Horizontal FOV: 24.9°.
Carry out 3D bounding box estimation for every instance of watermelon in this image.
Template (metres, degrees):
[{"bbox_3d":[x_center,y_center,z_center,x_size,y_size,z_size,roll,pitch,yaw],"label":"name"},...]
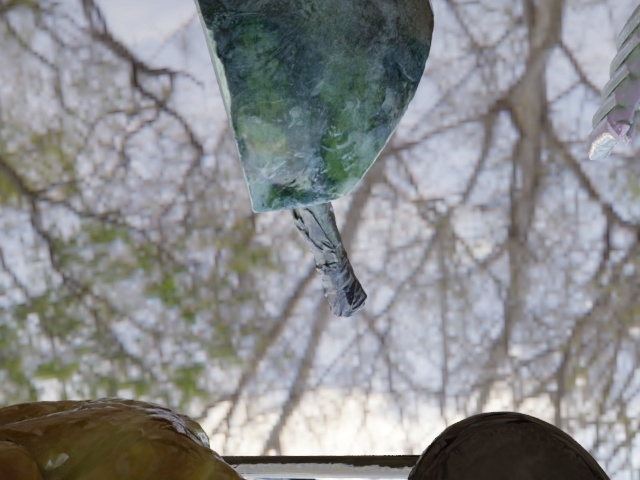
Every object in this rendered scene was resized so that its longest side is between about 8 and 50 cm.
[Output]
[{"bbox_3d":[-0.019,-0.200,1.445,0.289,0.320,0.213,-28,179,-28],"label":"watermelon"}]

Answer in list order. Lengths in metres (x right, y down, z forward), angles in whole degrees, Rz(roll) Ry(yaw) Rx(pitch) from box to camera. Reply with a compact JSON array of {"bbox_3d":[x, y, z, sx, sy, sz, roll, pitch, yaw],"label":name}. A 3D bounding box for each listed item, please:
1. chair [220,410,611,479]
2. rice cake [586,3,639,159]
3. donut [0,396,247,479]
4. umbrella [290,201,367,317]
[{"bbox_3d":[0.076,0.360,1.401,0.362,0.365,0.410,18,148,-33],"label":"chair"},{"bbox_3d":[0.345,-0.183,1.623,0.037,0.189,0.198,18,-177,3],"label":"rice cake"},{"bbox_3d":[-0.152,0.266,0.863,0.360,0.360,0.170,-8,-176,-8],"label":"donut"},{"bbox_3d":[0.000,0.000,1.501,0.050,0.188,0.046,-10,-145,18],"label":"umbrella"}]
